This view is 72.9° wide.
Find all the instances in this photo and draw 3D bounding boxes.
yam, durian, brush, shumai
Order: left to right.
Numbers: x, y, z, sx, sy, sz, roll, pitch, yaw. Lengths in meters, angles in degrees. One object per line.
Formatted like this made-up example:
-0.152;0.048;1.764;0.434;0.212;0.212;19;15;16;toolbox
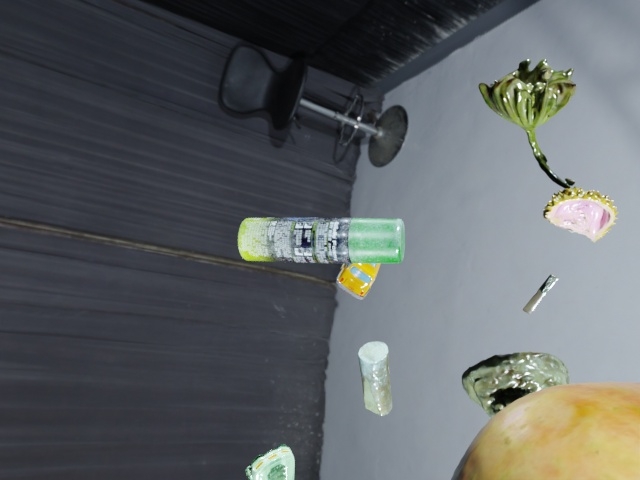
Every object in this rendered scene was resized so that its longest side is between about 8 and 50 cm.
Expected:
0.123;0.313;0.972;0.068;0.068;0.170;-141;40;-60;yam
0.663;0.555;1.392;0.324;0.397;0.324;-33;42;29;shumai
0.858;0.215;1.693;0.034;0.027;0.191;33;120;16;brush
0.705;-0.078;1.171;0.132;0.182;0.165;-64;-14;6;durian

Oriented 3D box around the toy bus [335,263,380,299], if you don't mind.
0.149;0.103;1.578;0.136;0.126;0.209;-56;-1;28;toy bus

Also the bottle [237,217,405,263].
0.000;0.000;0.873;0.329;0.093;0.093;1;76;17;bottle

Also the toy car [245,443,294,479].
-0.081;0.454;0.785;0.058;0.093;0.186;29;126;49;toy car

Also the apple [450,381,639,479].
0.253;0.294;0.299;0.346;0.391;0.392;-107;36;-71;apple

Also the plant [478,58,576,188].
0.550;-0.306;1.171;0.251;0.180;0.334;-134;30;-55;plant
